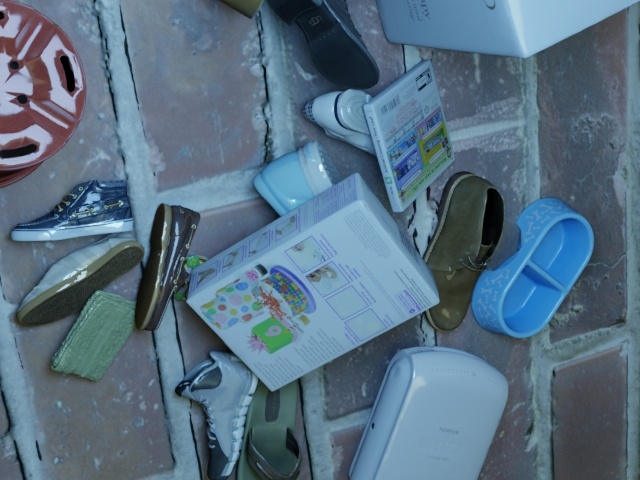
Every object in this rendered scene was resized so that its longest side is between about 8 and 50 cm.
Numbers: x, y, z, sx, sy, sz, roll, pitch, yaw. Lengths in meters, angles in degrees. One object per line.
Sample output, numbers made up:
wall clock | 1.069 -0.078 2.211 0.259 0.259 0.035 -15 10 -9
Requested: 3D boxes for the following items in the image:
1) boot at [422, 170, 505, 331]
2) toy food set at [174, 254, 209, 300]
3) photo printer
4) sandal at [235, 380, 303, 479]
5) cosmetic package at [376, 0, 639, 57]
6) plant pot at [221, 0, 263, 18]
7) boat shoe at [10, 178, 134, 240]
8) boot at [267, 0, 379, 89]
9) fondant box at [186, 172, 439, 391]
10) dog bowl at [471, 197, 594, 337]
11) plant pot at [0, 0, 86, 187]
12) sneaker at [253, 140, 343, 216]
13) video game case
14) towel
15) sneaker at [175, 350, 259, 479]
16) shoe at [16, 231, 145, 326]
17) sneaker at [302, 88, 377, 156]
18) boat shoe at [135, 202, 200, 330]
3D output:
boot | 0.261 0.034 1.708 0.112 0.115 0.305 1 105 -28
toy food set | -0.210 0.065 1.546 0.082 0.020 0.083 31 90 -29
photo printer | 0.214 0.354 1.781 0.256 0.107 0.307 17 97 -28
sandal | -0.085 0.376 1.657 0.120 0.086 0.303 -8 108 -23
cosmetic package | 0.277 -0.496 1.401 0.327 0.393 0.329 -27 114 -16
plant pot | -0.167 -0.476 1.311 0.254 0.237 0.237 22 95 -15
boat shoe | -0.379 -0.046 1.416 0.183 0.065 0.083 -8 94 -22
boot | 0.028 -0.389 1.443 0.263 0.091 0.229 47 45 -34
fondant box | -0.012 0.074 1.500 0.330 0.096 0.238 -30 120 15
dog bowl | 0.419 0.061 1.813 0.166 0.074 0.297 34 89 -29
plant pot | -0.432 -0.191 1.201 0.272 0.265 0.272 -3 97 -28
sneaker | 0.000 0.000 1.588 0.150 0.135 0.366 -19 121 13
video game case | 0.155 -0.180 1.588 0.212 0.023 0.193 -43 123 -45
towel | -0.354 0.151 1.482 0.110 0.027 0.148 30 91 -52
sneaker | -0.194 0.293 1.593 0.132 0.086 0.229 16 88 -23
shoe | -0.377 0.057 1.450 0.219 0.058 0.076 -33 149 -9
sneaker | 0.072 -0.192 1.574 0.235 0.095 0.090 28 66 -47
boat shoe | -0.240 0.046 1.487 0.073 0.073 0.207 14 91 -32
